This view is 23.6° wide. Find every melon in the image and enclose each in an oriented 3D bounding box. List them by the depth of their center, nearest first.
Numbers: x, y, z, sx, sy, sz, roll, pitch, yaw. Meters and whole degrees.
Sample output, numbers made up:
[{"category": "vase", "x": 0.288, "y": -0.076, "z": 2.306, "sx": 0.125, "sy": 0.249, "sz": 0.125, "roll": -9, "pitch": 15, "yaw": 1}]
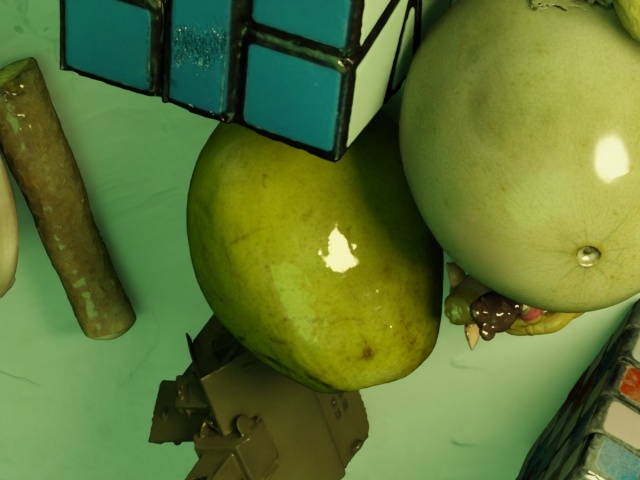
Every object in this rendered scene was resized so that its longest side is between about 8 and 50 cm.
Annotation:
[{"category": "melon", "x": 0.200, "y": -0.098, "z": 1.305, "sx": 0.268, "sy": 0.330, "sz": 0.268, "roll": 0, "pitch": 131, "yaw": -1}]

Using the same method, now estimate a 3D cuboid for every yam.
[{"category": "yam", "x": -0.296, "y": -0.036, "z": 1.752, "sx": 0.081, "sy": 0.081, "sz": 0.357, "roll": -3, "pitch": 120, "yaw": 29}]

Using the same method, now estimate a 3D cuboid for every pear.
[{"category": "pear", "x": 0.000, "y": 0.000, "z": 1.504, "sx": 0.253, "sy": 0.253, "sz": 0.307, "roll": -26, "pitch": 87, "yaw": 37}]

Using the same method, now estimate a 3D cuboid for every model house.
[{"category": "model house", "x": -0.098, "y": 0.209, "z": 1.710, "sx": 0.204, "sy": 0.243, "sz": 0.211, "roll": -6, "pitch": 119, "yaw": 30}]

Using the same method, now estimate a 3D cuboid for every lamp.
[{"category": "lamp", "x": 0.187, "y": 0.040, "z": 1.441, "sx": 0.118, "sy": 0.253, "sz": 0.118, "roll": 20, "pitch": 124, "yaw": 33}]

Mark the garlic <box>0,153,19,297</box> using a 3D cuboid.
[{"category": "garlic", "x": -0.436, "y": -0.051, "z": 1.729, "sx": 0.279, "sy": 0.132, "sz": 0.325, "roll": 51, "pitch": 150, "yaw": 18}]

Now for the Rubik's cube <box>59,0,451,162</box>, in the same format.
[{"category": "Rubik's cube", "x": -0.038, "y": -0.283, "z": 1.312, "sx": 0.283, "sy": 0.293, "sz": 0.288, "roll": 17, "pitch": 127, "yaw": 14}]

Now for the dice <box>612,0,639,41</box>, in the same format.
[{"category": "dice", "x": 0.360, "y": -0.263, "z": 1.153, "sx": 0.233, "sy": 0.238, "sz": 0.227, "roll": 15, "pitch": 128, "yaw": 17}]

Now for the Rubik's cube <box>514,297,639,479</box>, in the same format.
[{"category": "Rubik's cube", "x": 0.343, "y": 0.287, "z": 1.512, "sx": 0.292, "sy": 0.287, "sz": 0.293, "roll": 29, "pitch": 131, "yaw": 5}]
